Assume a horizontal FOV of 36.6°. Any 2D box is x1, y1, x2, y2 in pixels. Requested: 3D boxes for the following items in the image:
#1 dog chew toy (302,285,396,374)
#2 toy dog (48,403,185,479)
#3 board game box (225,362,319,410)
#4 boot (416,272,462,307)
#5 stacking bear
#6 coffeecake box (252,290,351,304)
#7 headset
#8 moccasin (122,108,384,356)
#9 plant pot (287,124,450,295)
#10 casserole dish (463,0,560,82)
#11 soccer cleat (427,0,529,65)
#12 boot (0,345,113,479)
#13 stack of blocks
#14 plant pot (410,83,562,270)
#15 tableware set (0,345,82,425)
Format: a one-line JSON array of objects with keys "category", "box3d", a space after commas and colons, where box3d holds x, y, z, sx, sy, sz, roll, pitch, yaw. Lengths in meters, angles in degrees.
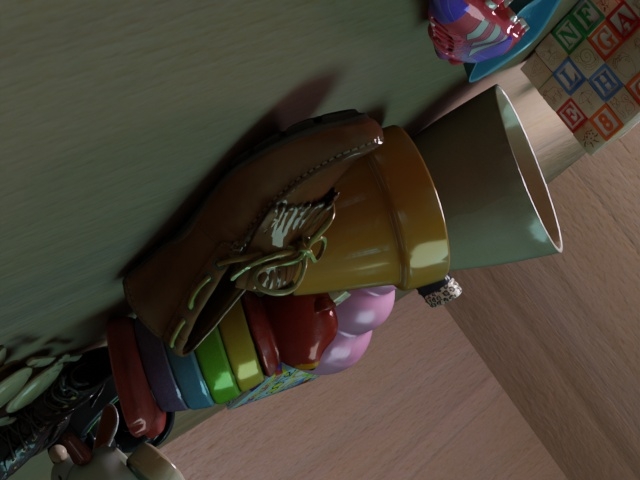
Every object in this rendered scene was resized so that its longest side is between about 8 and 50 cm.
[{"category": "dog chew toy", "box3d": [0.044, 0.104, 1.821, 0.332, 0.207, 0.206, -50, 164, 32]}, {"category": "toy dog", "box3d": [-0.334, 0.319, 1.332, 0.333, 0.161, 0.220, -21, -162, 42]}, {"category": "board game box", "box3d": [-0.090, 0.227, 1.989, 0.144, 0.142, 0.275, -42, 161, 34]}, {"category": "boot", "box3d": [0.190, 0.070, 2.104, 0.085, 0.179, 0.236, -39, -173, -31]}, {"category": "stacking bear", "box3d": [-0.116, 0.135, 1.258, 0.288, 0.164, 0.175, -17, 168, -4]}, {"category": "coffeecake box", "box3d": [-0.074, 0.071, 1.369, 0.185, 0.142, 0.068, -36, 170, 2]}, {"category": "headset", "box3d": [-0.348, 0.346, 1.661, 0.243, 0.185, 0.394, -23, 153, -51]}, {"category": "moccasin", "box3d": [-0.068, 0.001, 1.026, 0.380, 0.147, 0.139, -40, 170, 28]}, {"category": "plant pot", "box3d": [0.035, -0.019, 1.206, 0.187, 0.205, 0.205, -18, 168, -7]}, {"category": "casserole dish", "box3d": [0.217, -0.248, 1.122, 0.114, 0.037, 0.188, -33, 170, -9]}, {"category": "soccer cleat", "box3d": [0.137, -0.208, 0.925, 0.095, 0.083, 0.248, -33, 174, 20]}, {"category": "boot", "box3d": [-0.391, 0.240, 1.308, 0.229, 0.091, 0.263, -42, 179, 34]}, {"category": "stack of blocks", "box3d": [0.428, -0.271, 1.329, 0.087, 0.171, 0.297, -29, 168, -32]}, {"category": "plant pot", "box3d": [0.179, -0.059, 1.421, 0.274, 0.257, 0.256, -21, 176, 20]}, {"category": "tableware set", "box3d": [-0.366, 0.167, 1.146, 0.128, 0.039, 0.194, -44, 174, -2]}]
